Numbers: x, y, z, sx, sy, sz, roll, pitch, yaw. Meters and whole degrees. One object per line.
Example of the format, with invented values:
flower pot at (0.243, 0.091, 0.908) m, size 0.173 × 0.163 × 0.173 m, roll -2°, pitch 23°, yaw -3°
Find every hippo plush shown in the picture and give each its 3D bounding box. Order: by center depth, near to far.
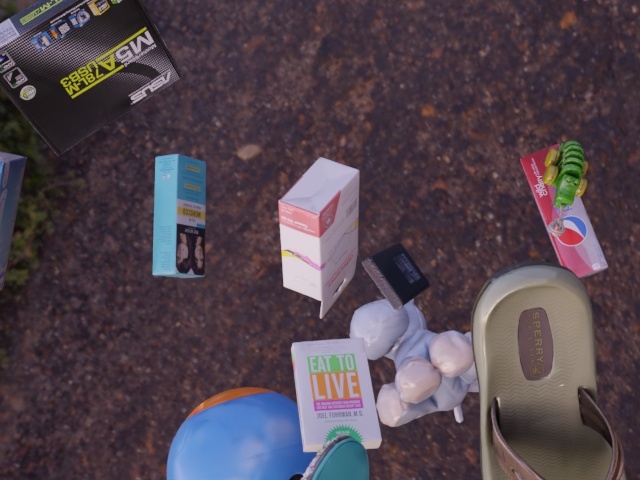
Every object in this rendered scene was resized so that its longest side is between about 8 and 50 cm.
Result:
hippo plush at (0.192, 0.189, 1.611) m, size 0.234 × 0.294 × 0.237 m, roll -51°, pitch 55°, yaw 26°

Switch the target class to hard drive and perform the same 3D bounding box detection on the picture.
hard drive at (0.126, 0.056, 1.406) m, size 0.022 × 0.135 × 0.094 m, roll -38°, pitch 83°, yaw 26°

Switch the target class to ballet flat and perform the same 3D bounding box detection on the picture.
ballet flat at (-0.007, 0.322, 0.894) m, size 0.077 × 0.091 × 0.241 m, roll -33°, pitch 36°, yaw 49°

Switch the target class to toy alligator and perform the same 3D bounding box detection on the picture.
toy alligator at (0.349, -0.086, 1.209) m, size 0.056 × 0.051 × 0.190 m, roll 22°, pitch 48°, yaw -2°

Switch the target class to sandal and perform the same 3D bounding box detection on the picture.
sandal at (0.185, 0.161, 0.688) m, size 0.120 × 0.303 × 0.086 m, roll -19°, pitch 26°, yaw 1°

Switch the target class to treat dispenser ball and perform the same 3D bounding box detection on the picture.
treat dispenser ball at (-0.130, 0.408, 1.538) m, size 0.288 × 0.288 × 0.288 m, roll -16°, pitch 54°, yaw 24°

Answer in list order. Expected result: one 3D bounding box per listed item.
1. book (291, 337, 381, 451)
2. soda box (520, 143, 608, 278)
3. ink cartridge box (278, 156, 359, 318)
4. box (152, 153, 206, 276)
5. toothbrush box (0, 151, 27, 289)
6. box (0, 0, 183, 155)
book at (0.017, 0.195, 1.089) m, size 0.096 × 0.035 × 0.144 m, roll -1°, pitch 52°, yaw -12°
soda box at (0.482, -0.053, 1.705) m, size 0.083 × 0.092 × 0.263 m, roll -22°, pitch 79°, yaw 14°
ink cartridge box at (0.000, 0.000, 1.202) m, size 0.067 × 0.198 × 0.115 m, roll 20°, pitch 45°, yaw 23°
box at (-0.288, -0.048, 1.765) m, size 0.060 × 0.100 × 0.244 m, roll -4°, pitch 82°, yaw 29°
toothbrush box at (-0.694, -0.031, 1.717) m, size 0.216 × 0.126 × 0.296 m, roll -130°, pitch 51°, yaw -78°
box at (-0.280, -0.212, 1.017) m, size 0.190 × 0.184 × 0.045 m, roll -34°, pitch 56°, yaw -7°
